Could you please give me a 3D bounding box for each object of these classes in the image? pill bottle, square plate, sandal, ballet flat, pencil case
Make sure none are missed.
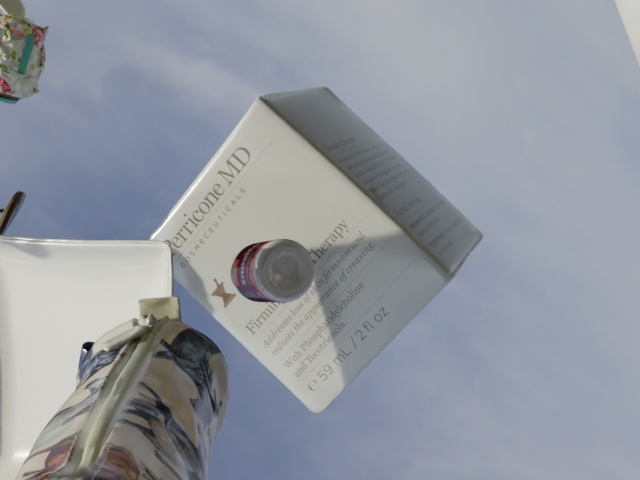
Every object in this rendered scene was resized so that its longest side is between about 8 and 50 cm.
[{"bbox_3d":[-0.073,0.044,1.360,0.086,0.152,0.086,2,-94,-22],"label":"pill bottle"},{"bbox_3d":[-0.319,0.167,1.273,0.049,0.344,0.347,-12,-78,-63],"label":"square plate"},{"bbox_3d":[-0.581,-0.008,1.671,0.060,0.219,0.090,40,-155,-18],"label":"sandal"},{"bbox_3d":[-0.301,-0.203,0.839,0.241,0.077,0.091,41,-162,29],"label":"ballet flat"},{"bbox_3d":[-0.170,0.193,0.815,0.410,0.159,0.184,-90,-11,-76],"label":"pencil case"}]

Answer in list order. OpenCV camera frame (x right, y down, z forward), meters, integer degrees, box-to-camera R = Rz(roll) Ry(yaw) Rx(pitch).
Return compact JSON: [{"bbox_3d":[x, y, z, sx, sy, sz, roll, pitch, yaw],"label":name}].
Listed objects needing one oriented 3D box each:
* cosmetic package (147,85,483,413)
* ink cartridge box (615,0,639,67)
[{"bbox_3d":[0.000,0.000,1.623,0.393,0.329,0.327,43,-159,5],"label":"cosmetic package"},{"bbox_3d":[0.289,-0.218,0.593,0.131,0.226,0.306,-140,26,-81],"label":"ink cartridge box"}]
